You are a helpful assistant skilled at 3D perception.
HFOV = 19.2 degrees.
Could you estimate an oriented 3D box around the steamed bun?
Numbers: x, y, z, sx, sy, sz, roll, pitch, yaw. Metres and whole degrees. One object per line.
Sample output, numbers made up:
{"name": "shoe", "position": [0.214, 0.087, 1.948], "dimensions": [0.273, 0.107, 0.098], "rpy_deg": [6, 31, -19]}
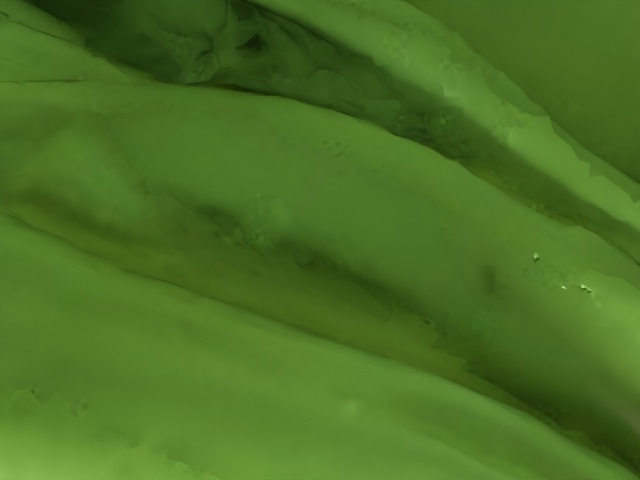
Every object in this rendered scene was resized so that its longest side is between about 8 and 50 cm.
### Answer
{"name": "steamed bun", "position": [-0.005, -0.006, 0.442], "dimensions": [0.324, 0.310, 0.219], "rpy_deg": [-14, 133, -27]}
